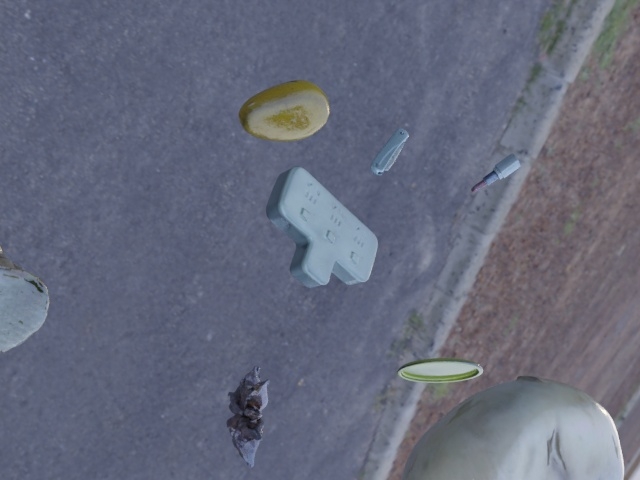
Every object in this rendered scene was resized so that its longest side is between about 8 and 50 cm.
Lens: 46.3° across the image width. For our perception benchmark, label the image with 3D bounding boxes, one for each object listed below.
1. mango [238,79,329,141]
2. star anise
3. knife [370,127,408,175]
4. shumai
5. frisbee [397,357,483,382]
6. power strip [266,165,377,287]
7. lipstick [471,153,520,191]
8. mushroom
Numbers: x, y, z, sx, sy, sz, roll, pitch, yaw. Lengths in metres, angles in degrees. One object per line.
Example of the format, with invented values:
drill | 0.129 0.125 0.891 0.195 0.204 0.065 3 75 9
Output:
mango | -0.077 -0.270 1.562 0.195 0.098 0.137 -4 139 -20
star anise | -0.150 0.354 1.527 0.065 0.182 0.195 16 117 -25
knife | 0.167 -0.211 1.783 0.162 0.044 0.023 -53 165 -35
shumai | -0.595 0.102 1.333 0.201 0.120 0.201 -17 126 -24
frisbee | 0.326 0.356 2.050 0.236 0.236 0.017 48 38 -60
power strip | 0.001 0.000 1.464 0.265 0.059 0.194 41 50 -29
lipstick | 0.344 -0.129 1.482 0.107 0.025 0.025 -37 146 7
mushroom | 0.276 0.359 0.971 0.314 0.336 0.314 -20 142 -17
